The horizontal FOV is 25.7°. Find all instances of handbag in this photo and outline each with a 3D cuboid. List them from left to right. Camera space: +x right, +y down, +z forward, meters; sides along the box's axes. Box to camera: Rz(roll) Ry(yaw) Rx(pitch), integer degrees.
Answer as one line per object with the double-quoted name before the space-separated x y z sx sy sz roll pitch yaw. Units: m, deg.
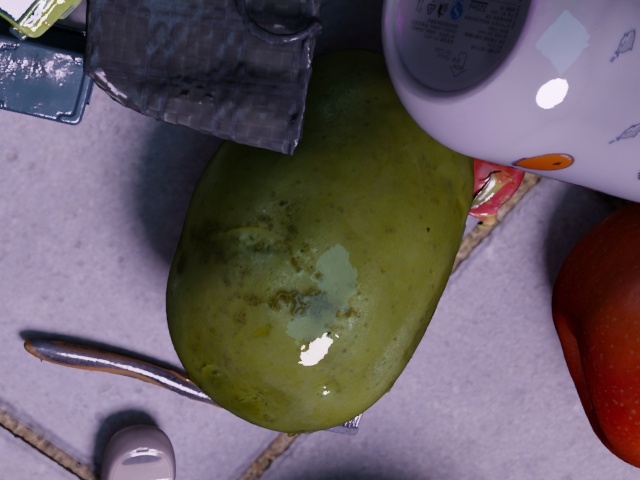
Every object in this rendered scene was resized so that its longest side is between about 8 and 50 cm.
"handbag" -0.077 -0.203 1.010 0.175 0.088 0.271 6 97 5

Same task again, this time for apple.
"apple" 0.324 0.083 1.218 0.216 0.260 0.260 -21 117 4

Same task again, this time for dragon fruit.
"dragon fruit" 0.138 -0.071 1.188 0.086 0.081 0.116 15 119 -47

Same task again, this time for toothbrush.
"toothbrush" -0.104 0.128 1.220 0.321 0.023 0.031 15 98 -24

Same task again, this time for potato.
"potato" 0.002 0.001 1.100 0.215 0.216 0.304 31 91 -26

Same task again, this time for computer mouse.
"computer mouse" -0.160 0.201 1.222 0.066 0.039 0.096 -3 119 -17

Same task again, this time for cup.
"cup" 0.207 -0.146 1.048 0.317 0.212 0.212 10 108 -42

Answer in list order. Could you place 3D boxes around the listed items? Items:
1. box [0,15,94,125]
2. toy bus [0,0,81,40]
"box" -0.217 -0.128 1.063 0.099 0.054 0.074 11 105 -22
"toy bus" -0.214 -0.209 0.965 0.101 0.175 0.088 38 96 -30
